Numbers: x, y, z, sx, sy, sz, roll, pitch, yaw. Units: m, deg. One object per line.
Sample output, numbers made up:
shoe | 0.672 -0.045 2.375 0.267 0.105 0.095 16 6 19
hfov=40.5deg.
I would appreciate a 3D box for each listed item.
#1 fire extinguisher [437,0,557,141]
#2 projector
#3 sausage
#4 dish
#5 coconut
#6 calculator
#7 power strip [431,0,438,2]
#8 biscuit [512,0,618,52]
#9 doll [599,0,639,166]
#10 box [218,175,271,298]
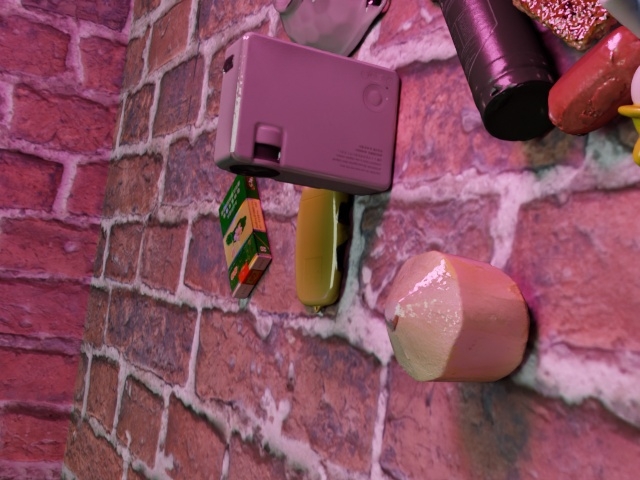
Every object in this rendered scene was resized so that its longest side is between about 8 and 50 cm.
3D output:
fire extinguisher | 0.201 -0.267 1.038 0.114 0.095 0.311 79 180 -53
projector | -0.020 -0.175 1.266 0.099 0.257 0.192 -13 71 62
sausage | 0.286 -0.159 0.870 0.141 0.076 0.076 -45 43 47
dish | 0.000 -0.445 1.470 0.303 0.120 0.303 -32 53 57
coconut | 0.142 0.089 0.977 0.147 0.153 0.147 -34 52 58
calculator | 0.000 0.000 1.415 0.157 0.033 0.236 -12 72 60
power strip | 0.160 -0.474 1.230 0.198 0.065 0.213 -61 34 37
biscuit | 0.268 -0.299 0.944 0.131 0.026 0.237 -41 39 10
doll | 0.318 -0.181 0.755 0.099 0.135 0.241 25 119 53
box | -0.153 -0.016 1.712 0.132 0.034 0.235 -55 37 40
